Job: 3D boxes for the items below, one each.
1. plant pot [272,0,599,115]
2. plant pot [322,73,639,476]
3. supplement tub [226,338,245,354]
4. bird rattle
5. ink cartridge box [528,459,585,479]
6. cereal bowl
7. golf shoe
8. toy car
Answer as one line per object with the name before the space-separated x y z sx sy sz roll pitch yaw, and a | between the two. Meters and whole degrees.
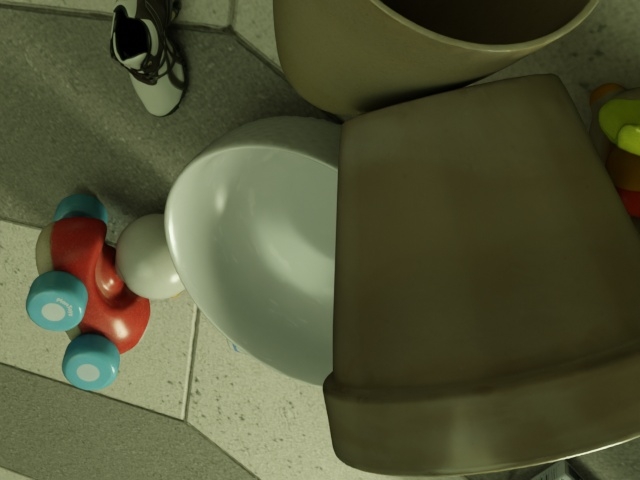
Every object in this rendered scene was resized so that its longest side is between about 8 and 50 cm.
plant pot | 0.060 -0.218 0.867 0.256 0.256 0.274 40 155 -5
plant pot | 0.138 0.015 0.881 0.323 0.323 0.280 -11 92 40
supplement tub | -0.066 0.129 1.384 0.107 0.071 0.071 17 136 21
bird rattle | 0.321 -0.047 0.909 0.207 0.143 0.254 43 162 57
ink cartridge box | 0.312 0.416 1.360 0.208 0.045 0.206 44 115 -10
cereal bowl | 0.000 0.000 1.157 0.339 0.141 0.339 17 133 20
golf shoe | -0.201 -0.208 1.144 0.077 0.094 0.198 19 138 17
toy car | -0.237 0.047 1.368 0.238 0.219 0.210 -14 124 9
